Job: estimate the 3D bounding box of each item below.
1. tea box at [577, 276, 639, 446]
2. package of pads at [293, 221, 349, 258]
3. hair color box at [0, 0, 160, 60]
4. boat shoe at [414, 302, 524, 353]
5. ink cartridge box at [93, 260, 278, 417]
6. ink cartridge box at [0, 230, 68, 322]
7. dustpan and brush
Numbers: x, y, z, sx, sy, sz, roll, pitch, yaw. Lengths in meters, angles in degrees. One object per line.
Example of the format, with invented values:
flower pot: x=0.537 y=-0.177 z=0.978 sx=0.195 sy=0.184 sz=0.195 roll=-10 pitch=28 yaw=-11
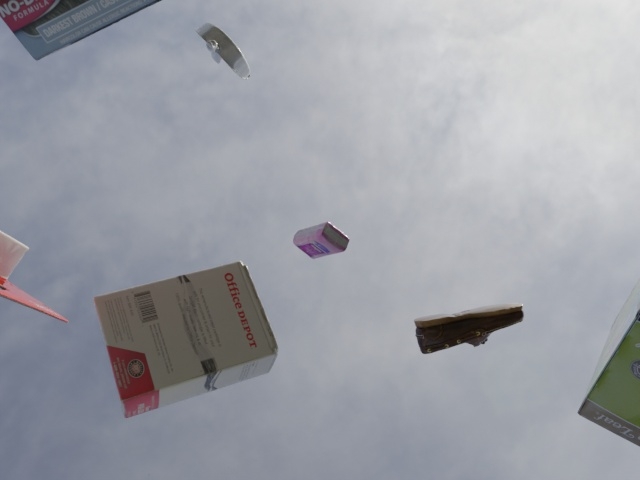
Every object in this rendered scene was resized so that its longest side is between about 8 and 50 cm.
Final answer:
tea box: x=0.567 y=0.145 z=0.805 sx=0.329 sy=0.324 sz=0.220 roll=27 pitch=-136 yaw=21
package of pads: x=0.000 y=0.000 z=0.966 sx=0.050 sy=0.083 sz=0.032 roll=40 pitch=-119 yaw=-24
hair color box: x=-0.171 y=-0.325 z=0.577 sx=0.185 sy=0.114 sz=0.374 roll=-20 pitch=-142 yaw=13
boat shoe: x=0.283 y=0.166 z=1.193 sx=0.207 sy=0.073 sz=0.073 roll=-12 pitch=-90 yaw=9
ink cartridge box: x=-0.189 y=0.135 z=0.893 sx=0.217 sy=0.092 sz=0.159 roll=-14 pitch=-117 yaw=-21
ink cartridge box: x=-0.465 y=-0.014 z=0.782 sx=0.261 sy=0.296 sz=0.066 roll=26 pitch=-104 yaw=16
dustpan and brush: x=-0.206 y=-0.389 z=1.278 sx=0.060 sy=0.211 sz=0.147 roll=-45 pitch=-81 yaw=-4
